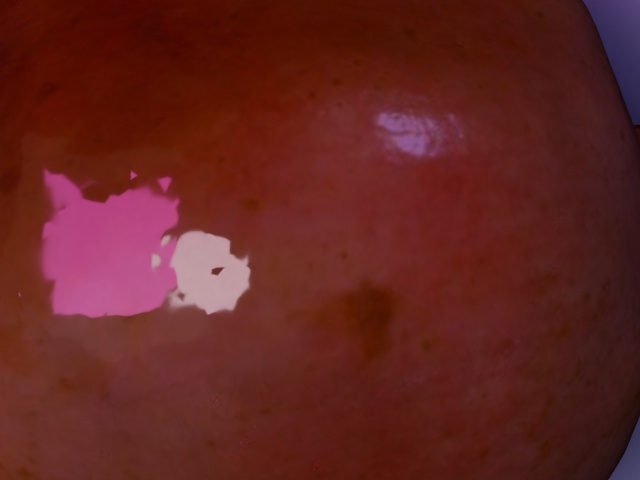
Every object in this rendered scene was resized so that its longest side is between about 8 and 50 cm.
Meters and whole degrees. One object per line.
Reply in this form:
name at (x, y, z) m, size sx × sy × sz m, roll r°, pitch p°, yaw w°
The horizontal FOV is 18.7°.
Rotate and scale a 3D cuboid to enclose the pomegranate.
pomegranate at (0.000, 0.000, 0.596) m, size 0.252 × 0.270 × 0.229 m, roll -129°, pitch 27°, yaw -69°
